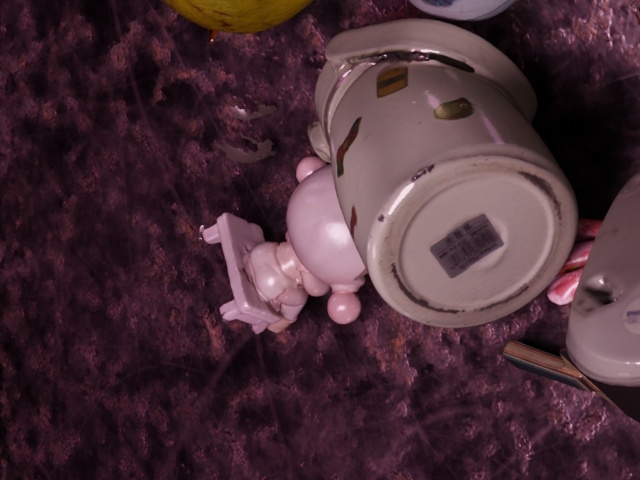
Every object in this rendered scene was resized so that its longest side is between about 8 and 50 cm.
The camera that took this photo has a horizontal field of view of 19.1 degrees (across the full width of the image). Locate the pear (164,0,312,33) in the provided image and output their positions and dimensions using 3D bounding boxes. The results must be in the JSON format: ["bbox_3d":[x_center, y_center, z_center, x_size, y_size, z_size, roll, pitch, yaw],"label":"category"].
[{"bbox_3d":[-0.080,-0.355,1.968,0.253,0.253,0.307,53,140,14],"label":"pear"}]

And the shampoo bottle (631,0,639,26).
[{"bbox_3d":[0.407,-0.141,1.709,0.284,0.071,0.153,30,164,30],"label":"shampoo bottle"}]

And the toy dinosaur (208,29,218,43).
[{"bbox_3d":[-0.215,-0.441,2.150,0.208,0.097,0.432,3,109,29],"label":"toy dinosaur"}]

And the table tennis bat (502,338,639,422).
[{"bbox_3d":[0.291,0.148,1.897,0.173,0.022,0.301,41,166,-33],"label":"table tennis bat"}]

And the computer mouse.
[{"bbox_3d":[0.328,0.020,1.704,0.197,0.331,0.095,-16,115,32],"label":"computer mouse"}]

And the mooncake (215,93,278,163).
[{"bbox_3d":[0.004,-0.211,2.063,0.150,0.057,0.347,26,127,3],"label":"mooncake"}]

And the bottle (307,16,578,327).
[{"bbox_3d":[0.110,-0.097,1.883,0.351,0.229,0.229,-112,36,-53],"label":"bottle"}]

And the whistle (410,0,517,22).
[{"bbox_3d":[0.168,-0.271,1.848,0.290,0.163,0.163,35,123,27],"label":"whistle"}]

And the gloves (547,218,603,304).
[{"bbox_3d":[0.321,0.053,1.840,0.241,0.145,0.126,48,117,8],"label":"gloves"}]

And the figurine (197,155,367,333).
[{"bbox_3d":[-0.008,-0.007,2.091,0.144,0.182,0.257,35,128,-26],"label":"figurine"}]
